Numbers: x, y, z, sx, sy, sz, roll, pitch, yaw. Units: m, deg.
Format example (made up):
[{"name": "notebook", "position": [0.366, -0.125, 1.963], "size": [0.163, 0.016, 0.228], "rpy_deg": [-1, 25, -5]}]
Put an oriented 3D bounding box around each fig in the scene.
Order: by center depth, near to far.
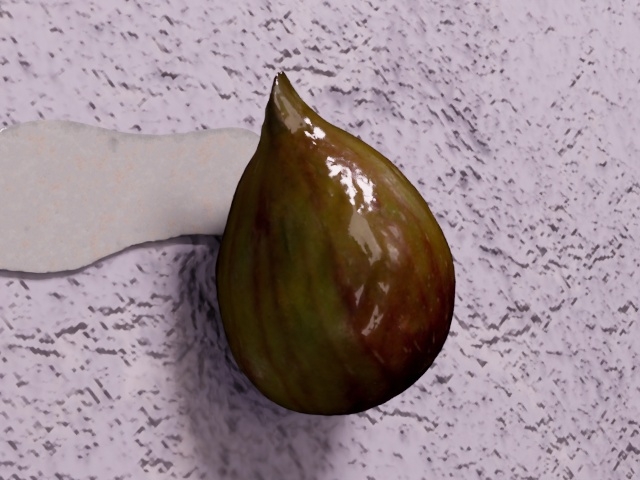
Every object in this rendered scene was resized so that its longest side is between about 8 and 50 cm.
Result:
[{"name": "fig", "position": [0.000, 0.000, 0.838], "size": [0.109, 0.103, 0.154], "rpy_deg": [-58, 133, -49]}]

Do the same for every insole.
[{"name": "insole", "position": [-0.090, -0.023, 0.832], "size": [0.197, 0.004, 0.065], "rpy_deg": [-8, 85, -44]}]
